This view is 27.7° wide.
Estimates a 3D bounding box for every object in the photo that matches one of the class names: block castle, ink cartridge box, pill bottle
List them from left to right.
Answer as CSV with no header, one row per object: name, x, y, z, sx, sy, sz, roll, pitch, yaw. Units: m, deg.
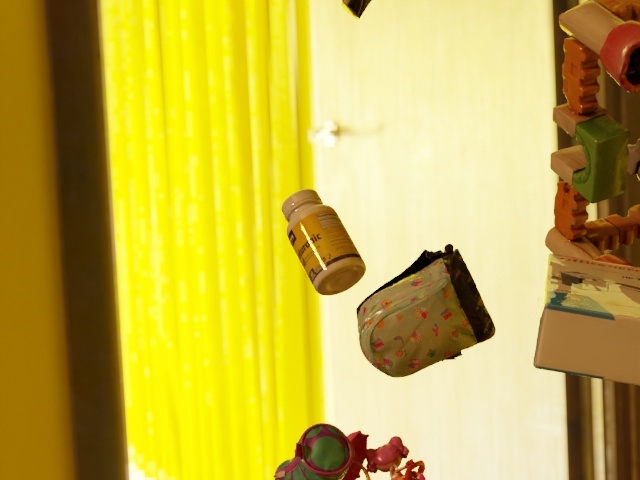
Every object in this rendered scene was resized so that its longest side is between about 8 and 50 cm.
pill bottle,0.000,0.000,1.480,0.065,0.116,0.065,-21,151,-13
ink cartridge box,0.315,0.087,1.460,0.140,0.082,0.190,9,-161,8
block castle,0.488,-0.129,1.776,0.303,0.453,0.213,-19,-140,-19

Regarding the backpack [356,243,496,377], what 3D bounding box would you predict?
backpack,0.137,0.108,1.800,0.182,0.152,0.115,-25,-166,3

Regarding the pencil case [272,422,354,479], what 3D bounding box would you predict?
pencil case,-0.010,0.260,1.489,0.070,0.064,0.151,7,153,-11

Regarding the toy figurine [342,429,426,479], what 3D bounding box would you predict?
toy figurine,0.086,0.313,1.678,0.173,0.159,0.130,-26,150,-3

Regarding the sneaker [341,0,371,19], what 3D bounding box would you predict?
sneaker,0.090,-0.297,1.335,0.077,0.178,0.072,35,-162,-7
